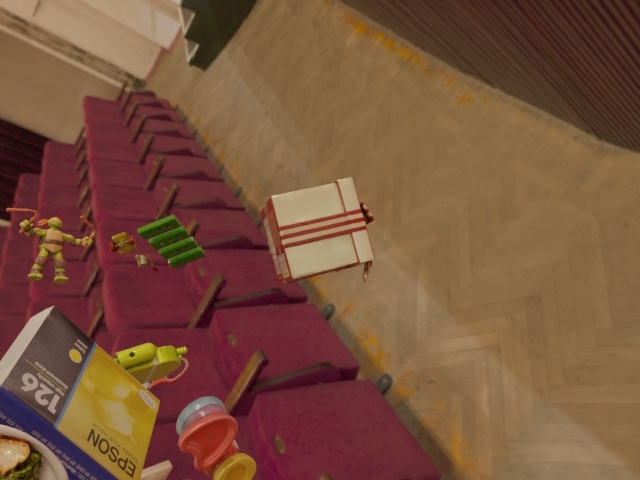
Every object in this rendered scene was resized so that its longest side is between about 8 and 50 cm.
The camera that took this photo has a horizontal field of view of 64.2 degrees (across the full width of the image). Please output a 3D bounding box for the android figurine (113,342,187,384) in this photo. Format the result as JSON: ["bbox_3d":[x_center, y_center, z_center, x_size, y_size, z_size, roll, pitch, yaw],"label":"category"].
[{"bbox_3d":[-0.476,0.328,1.299,0.248,0.273,0.056,-50,59,50],"label":"android figurine"}]

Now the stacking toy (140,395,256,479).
[{"bbox_3d":[-0.333,0.557,1.305,0.130,0.279,0.309,31,140,46],"label":"stacking toy"}]

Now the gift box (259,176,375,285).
[{"bbox_3d":[0.000,0.000,1.388,0.255,0.258,0.276,164,91,-74],"label":"gift box"}]

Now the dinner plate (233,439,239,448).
[{"bbox_3d":[-0.297,0.602,1.622,0.017,0.141,0.141,-29,31,-16],"label":"dinner plate"}]

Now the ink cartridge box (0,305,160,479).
[{"bbox_3d":[-0.420,0.305,0.872,0.072,0.303,0.307,-31,26,6],"label":"ink cartridge box"}]

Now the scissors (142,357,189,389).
[{"bbox_3d":[-0.523,0.446,1.550,0.297,0.109,0.021,-48,-10,-49],"label":"scissors"}]

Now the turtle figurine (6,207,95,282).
[{"bbox_3d":[-0.834,0.014,1.559,0.087,0.269,0.217,-13,68,34],"label":"turtle figurine"}]

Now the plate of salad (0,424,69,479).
[{"bbox_3d":[-0.418,0.316,0.637,0.200,0.200,0.048,-58,13,15],"label":"plate of salad"}]

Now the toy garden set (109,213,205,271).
[{"bbox_3d":[-0.482,0.014,1.513,0.204,0.244,0.049,-22,62,-2],"label":"toy garden set"}]
